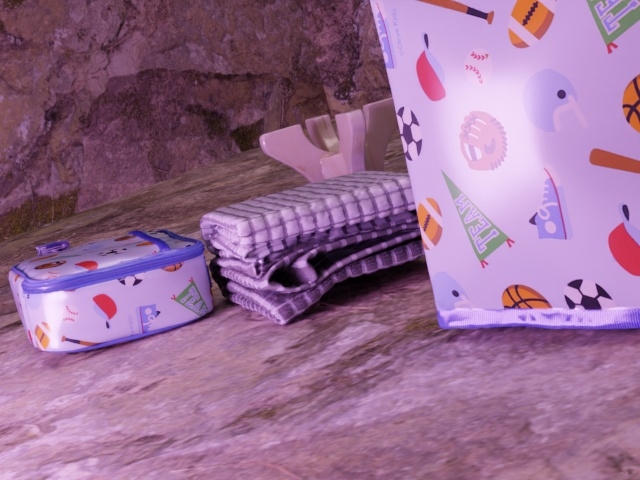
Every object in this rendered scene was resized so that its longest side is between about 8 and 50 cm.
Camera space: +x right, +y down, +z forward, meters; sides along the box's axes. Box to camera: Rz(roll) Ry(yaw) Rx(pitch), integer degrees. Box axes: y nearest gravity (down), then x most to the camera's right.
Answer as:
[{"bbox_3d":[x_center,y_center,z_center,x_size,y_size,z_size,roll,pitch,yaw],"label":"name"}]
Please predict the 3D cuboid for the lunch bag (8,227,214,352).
[{"bbox_3d":[-0.260,0.054,1.517,0.243,0.115,0.303,-16,10,-16],"label":"lunch bag"}]

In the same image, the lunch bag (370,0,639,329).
[{"bbox_3d":[0.262,-0.106,0.947,0.239,0.328,0.385,-20,8,-37],"label":"lunch bag"}]

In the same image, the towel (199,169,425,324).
[{"bbox_3d":[0.000,0.000,1.399,0.235,0.121,0.283,-16,7,-15],"label":"towel"}]

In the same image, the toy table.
[{"bbox_3d":[0.041,-0.129,1.959,0.252,0.161,0.274,-20,9,-26],"label":"toy table"}]
